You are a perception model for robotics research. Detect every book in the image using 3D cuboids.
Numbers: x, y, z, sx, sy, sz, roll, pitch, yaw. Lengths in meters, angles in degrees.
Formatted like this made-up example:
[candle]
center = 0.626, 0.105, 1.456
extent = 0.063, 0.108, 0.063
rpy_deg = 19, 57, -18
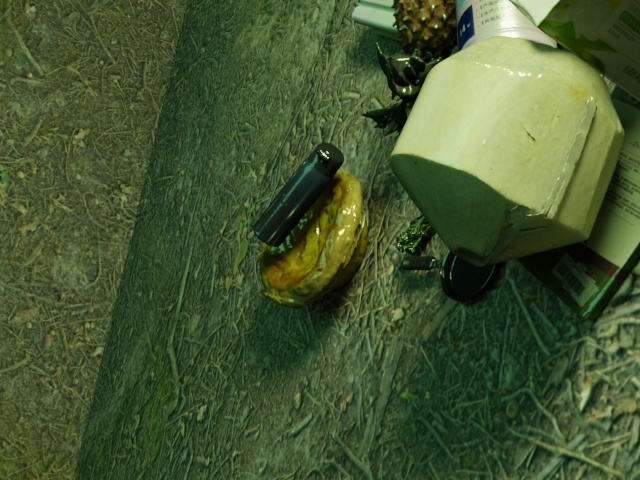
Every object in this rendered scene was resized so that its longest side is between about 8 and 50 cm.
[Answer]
[book]
center = 0.406, -0.051, 1.109
extent = 0.290, 0.026, 0.201
rpy_deg = -59, 29, 15

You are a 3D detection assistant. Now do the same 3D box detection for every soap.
[soap]
center = 0.196, -0.541, 1.747
extent = 0.173, 0.095, 0.289
rpy_deg = -63, 29, 9

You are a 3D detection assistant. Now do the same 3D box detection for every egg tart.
[egg tart]
center = 0.002, 0.001, 1.652
extent = 0.341, 0.129, 0.341
rpy_deg = -40, 37, 39

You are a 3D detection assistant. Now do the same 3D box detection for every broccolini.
[broccolini]
center = 0.223, -0.069, 1.424
extent = 0.239, 0.051, 0.054
rpy_deg = -53, 14, 14

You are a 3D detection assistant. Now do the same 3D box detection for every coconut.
[coconut]
center = 0.253, -0.113, 1.093
extent = 0.323, 0.322, 0.323
rpy_deg = -39, 39, 41

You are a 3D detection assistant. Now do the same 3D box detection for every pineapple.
[pineapple]
center = 0.179, -0.329, 1.443
extent = 0.165, 0.165, 0.365
rpy_deg = -132, 49, -59

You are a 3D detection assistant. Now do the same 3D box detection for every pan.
[pan]
center = 0.227, 0.040, 1.345
extent = 0.235, 0.028, 0.136
rpy_deg = -2, 68, 56

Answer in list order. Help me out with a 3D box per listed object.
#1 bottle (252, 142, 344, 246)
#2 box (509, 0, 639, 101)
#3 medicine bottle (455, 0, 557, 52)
[bottle]
center = -0.043, -0.095, 1.608
extent = 0.072, 0.082, 0.244
rpy_deg = 45, 113, 14
[box]
center = 0.417, -0.328, 1.049
extent = 0.194, 0.260, 0.111
rpy_deg = -53, 31, 25
[medicine bottle]
center = 0.292, -0.369, 1.236
extent = 0.152, 0.152, 0.254
rpy_deg = -31, 48, 47
